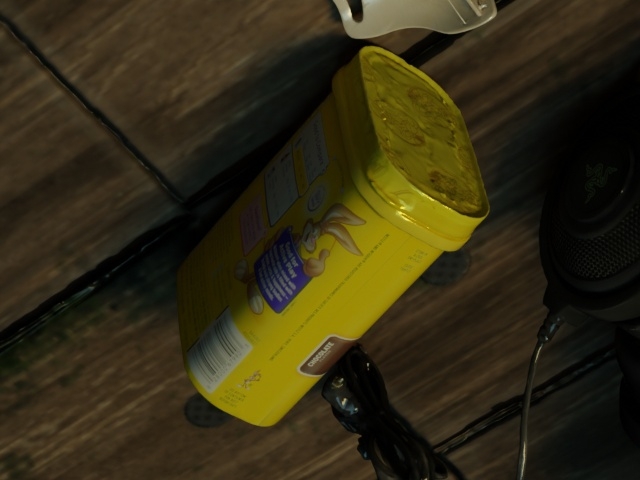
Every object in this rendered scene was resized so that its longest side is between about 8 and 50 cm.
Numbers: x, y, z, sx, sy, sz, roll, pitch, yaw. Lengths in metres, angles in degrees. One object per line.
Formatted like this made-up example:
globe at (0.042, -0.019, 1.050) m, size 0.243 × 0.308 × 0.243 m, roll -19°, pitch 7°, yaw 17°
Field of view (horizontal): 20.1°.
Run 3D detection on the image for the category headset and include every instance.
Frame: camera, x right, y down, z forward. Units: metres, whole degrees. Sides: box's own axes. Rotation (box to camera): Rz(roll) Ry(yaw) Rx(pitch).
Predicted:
headset at (0.192, 0.020, 0.999) m, size 0.394 × 0.185 × 0.243 m, roll -34°, pitch 122°, yaw -3°

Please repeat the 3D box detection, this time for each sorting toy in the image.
sorting toy at (0.033, -0.133, 0.889) m, size 0.075 × 0.045 × 0.083 m, roll -26°, pitch 128°, yaw 20°

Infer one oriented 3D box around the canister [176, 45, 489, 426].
canister at (0.000, 0.000, 0.932) m, size 0.073 × 0.126 × 0.170 m, roll 28°, pitch 120°, yaw -27°
